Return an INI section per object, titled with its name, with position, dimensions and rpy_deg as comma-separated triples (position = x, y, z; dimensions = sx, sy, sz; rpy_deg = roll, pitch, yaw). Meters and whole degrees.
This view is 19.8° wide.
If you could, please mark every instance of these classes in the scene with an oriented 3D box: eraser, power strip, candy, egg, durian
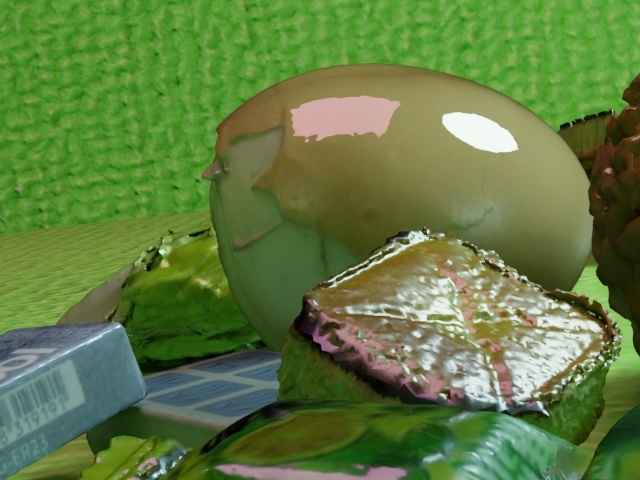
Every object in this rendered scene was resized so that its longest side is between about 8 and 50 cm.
[eraser]
position = -0.188, 0.097, 0.884
dimensions = 0.092, 0.046, 0.212
rpy_deg = -6, 15, 41
[power strip]
position = -0.020, 0.093, 0.928
dimensions = 0.118, 0.046, 0.270
rpy_deg = -10, 6, -31
[candy]
position = 0.010, 0.100, 0.661
dimensions = 0.246, 0.069, 0.149
rpy_deg = -1, 11, 16
[egg]
position = 0.049, -0.009, 1.113
dimensions = 0.244, 0.201, 0.201
rpy_deg = -6, 4, -13
[durian]
position = -0.065, 0.037, 1.339
dimensions = 0.375, 0.106, 0.132
rpy_deg = -9, 9, 25

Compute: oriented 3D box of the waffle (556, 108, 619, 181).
[waffle]
position = 0.363, -0.076, 1.805
dimensions = 0.261, 0.114, 0.376
rpy_deg = -1, 1, -2

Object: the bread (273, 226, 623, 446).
[bread]
position = 0.056, 0.060, 0.789
dimensions = 0.128, 0.069, 0.140
rpy_deg = 24, 32, 22

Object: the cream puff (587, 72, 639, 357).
[cream puff]
position = 0.301, -0.040, 0.953
dimensions = 0.327, 0.231, 0.343
rpy_deg = -10, 4, 11
